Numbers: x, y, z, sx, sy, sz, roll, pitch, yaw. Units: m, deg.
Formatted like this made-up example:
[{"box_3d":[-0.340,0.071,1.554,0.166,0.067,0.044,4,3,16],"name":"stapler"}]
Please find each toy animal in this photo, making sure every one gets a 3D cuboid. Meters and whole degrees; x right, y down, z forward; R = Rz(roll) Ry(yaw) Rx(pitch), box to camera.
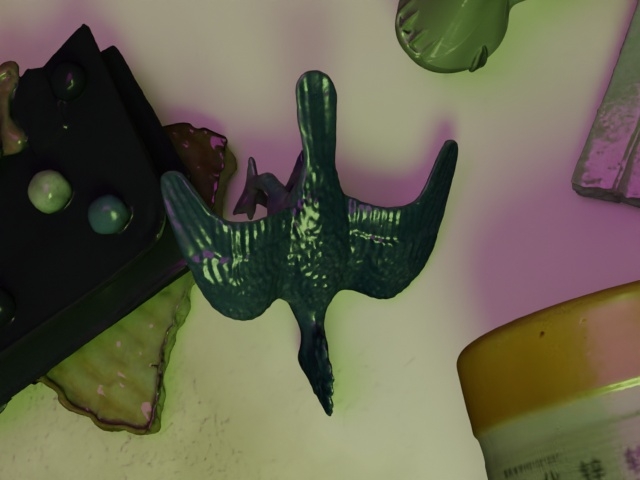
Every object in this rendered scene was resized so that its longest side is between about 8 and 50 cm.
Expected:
[{"box_3d":[0.000,0.000,1.067,0.239,0.255,0.176,-12,42,-21],"name":"toy animal"}]

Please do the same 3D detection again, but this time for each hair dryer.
[{"box_3d":[0.168,-0.213,1.001,0.267,0.229,0.092,-29,88,12],"name":"hair dryer"}]

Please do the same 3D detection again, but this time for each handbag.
[{"box_3d":[-0.281,-0.021,1.162,0.325,0.118,0.269,-35,65,11],"name":"handbag"}]

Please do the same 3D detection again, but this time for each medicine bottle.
[{"box_3d":[0.231,0.155,0.897,0.237,0.238,0.232,-18,74,16],"name":"medicine bottle"}]

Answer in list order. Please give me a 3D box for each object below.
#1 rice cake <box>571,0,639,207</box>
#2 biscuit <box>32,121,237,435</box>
[{"box_3d":[0.280,-0.125,1.042,0.124,0.038,0.211,14,84,23],"name":"rice cake"},{"box_3d":[-0.182,0.021,1.187,0.187,0.036,0.274,17,86,22],"name":"biscuit"}]
